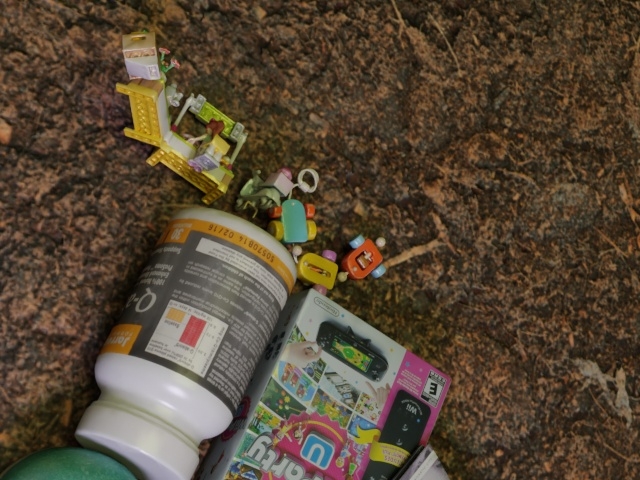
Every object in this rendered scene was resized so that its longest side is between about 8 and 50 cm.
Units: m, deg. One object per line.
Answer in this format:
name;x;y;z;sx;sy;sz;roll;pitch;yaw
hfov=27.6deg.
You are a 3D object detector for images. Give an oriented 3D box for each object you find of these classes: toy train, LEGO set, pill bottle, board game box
toy train;0.000;0.000;1.598;0.166;0.046;0.125;51;59;-13
LEGO set;-0.147;-0.151;1.499;0.287;0.132;0.107;50;52;-36
pill bottle;-0.147;0.116;1.418;0.162;0.162;0.278;34;64;-18
board game box;-0.003;0.243;1.508;0.224;0.097;0.303;33;66;-19

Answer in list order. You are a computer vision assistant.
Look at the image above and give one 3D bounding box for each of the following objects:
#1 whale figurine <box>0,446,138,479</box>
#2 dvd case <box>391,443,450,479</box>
whale figurine;-0.258;0.346;1.314;0.216;0.141;0.272;14;75;-27
dvd case;0.125;0.372;1.505;0.164;0.018;0.221;-44;116;-35
